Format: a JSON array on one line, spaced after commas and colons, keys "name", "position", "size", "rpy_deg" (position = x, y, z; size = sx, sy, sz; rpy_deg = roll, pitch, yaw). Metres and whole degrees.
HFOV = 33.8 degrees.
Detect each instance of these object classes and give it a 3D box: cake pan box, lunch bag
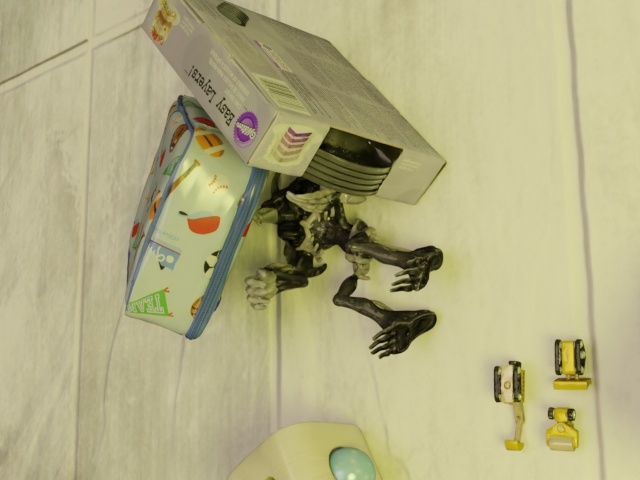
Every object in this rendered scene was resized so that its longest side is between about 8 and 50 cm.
[{"name": "cake pan box", "position": [-0.025, -0.149, 1.084], "size": [0.267, 0.245, 0.070], "rpy_deg": [51, 119, 37]}, {"name": "lunch bag", "position": [-0.148, -0.029, 1.194], "size": [0.303, 0.114, 0.243], "rpy_deg": [-115, 44, -73]}]

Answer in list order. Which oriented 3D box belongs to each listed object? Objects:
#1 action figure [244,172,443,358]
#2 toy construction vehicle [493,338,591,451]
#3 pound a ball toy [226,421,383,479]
[{"name": "action figure", "position": [0.000, 0.000, 1.101], "size": [0.275, 0.140, 0.164], "rpy_deg": [34, 116, 41]}, {"name": "toy construction vehicle", "position": [0.203, 0.140, 0.950], "size": [0.085, 0.035, 0.098], "rpy_deg": [-7, 78, 32]}, {"name": "pound a ball toy", "position": [0.013, 0.325, 0.964], "size": [0.136, 0.208, 0.319], "rpy_deg": [-45, 53, 27]}]
